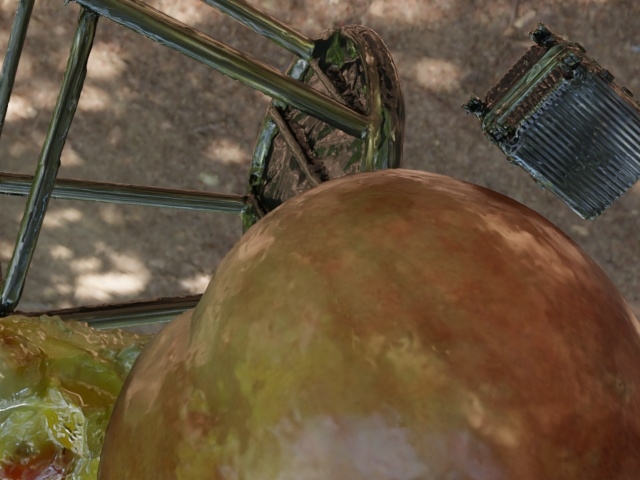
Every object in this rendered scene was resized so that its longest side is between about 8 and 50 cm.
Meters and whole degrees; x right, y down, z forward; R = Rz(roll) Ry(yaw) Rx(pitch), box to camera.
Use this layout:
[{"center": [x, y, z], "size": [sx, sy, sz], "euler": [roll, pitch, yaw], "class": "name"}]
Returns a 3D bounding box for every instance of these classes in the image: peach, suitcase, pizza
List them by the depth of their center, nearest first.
[{"center": [0.034, 0.100, 0.490], "size": [0.252, 0.252, 0.252], "euler": [13, 148, 9], "class": "peach"}, {"center": [-0.161, 0.108, 0.651], "size": [0.287, 0.075, 0.280], "euler": [-16, 140, -10], "class": "pizza"}, {"center": [0.161, -0.073, 0.721], "size": [0.126, 0.059, 0.086], "euler": [32, 111, -33], "class": "suitcase"}]

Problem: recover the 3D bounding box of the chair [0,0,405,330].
[{"center": [-0.163, -0.104, 1.033], "size": [0.410, 0.365, 0.362], "euler": [12, 113, -24], "class": "chair"}]
